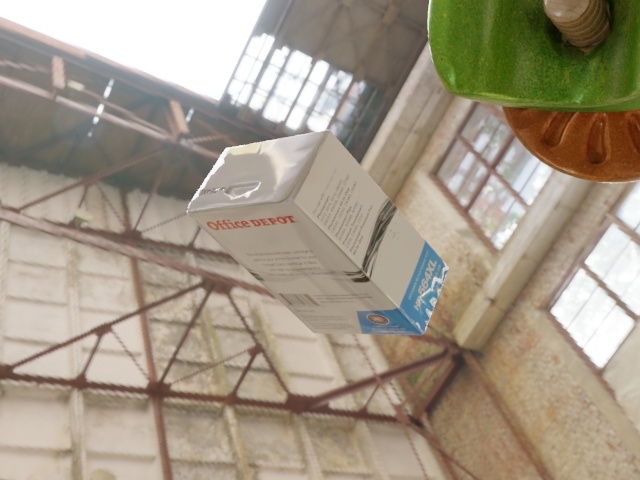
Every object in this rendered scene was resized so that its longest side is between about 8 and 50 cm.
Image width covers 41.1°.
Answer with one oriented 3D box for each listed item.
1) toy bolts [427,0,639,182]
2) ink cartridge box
[{"bbox_3d":[0.186,-0.123,0.322,0.228,0.218,0.158,10,-179,32],"label":"toy bolts"},{"bbox_3d":[0.000,0.000,0.796,0.148,0.086,0.203,-4,139,45],"label":"ink cartridge box"}]
